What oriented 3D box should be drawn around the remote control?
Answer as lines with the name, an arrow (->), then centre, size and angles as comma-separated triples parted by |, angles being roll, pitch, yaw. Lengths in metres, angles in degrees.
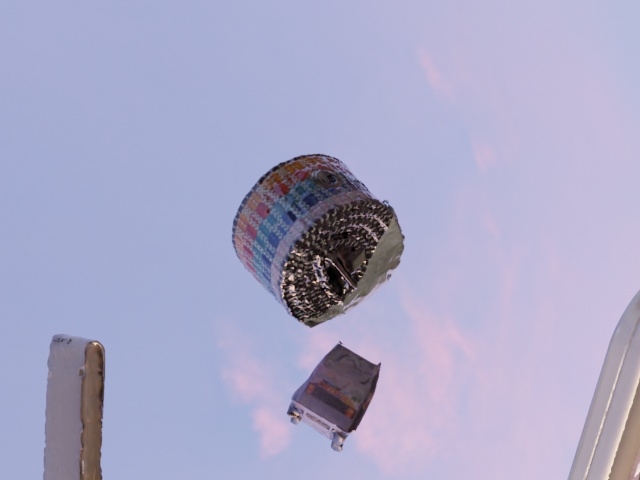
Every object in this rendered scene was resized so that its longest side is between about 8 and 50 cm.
remote control -> 0.200, 0.120, 0.616 | 0.078, 0.042, 0.222 | -23, -48, -39

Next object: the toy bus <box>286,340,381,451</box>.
toy bus -> 0.023, 0.253, 1.538 | 0.138, 0.112, 0.317 | -58, -5, -13

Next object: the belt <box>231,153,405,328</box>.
belt -> 0.000, 0.000, 1.308 | 0.207, 0.150, 0.257 | -42, -32, -2

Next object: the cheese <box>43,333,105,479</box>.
cheese -> -0.276, 0.305, 1.052 | 0.034, 0.085, 0.401 | 2, -88, -54
